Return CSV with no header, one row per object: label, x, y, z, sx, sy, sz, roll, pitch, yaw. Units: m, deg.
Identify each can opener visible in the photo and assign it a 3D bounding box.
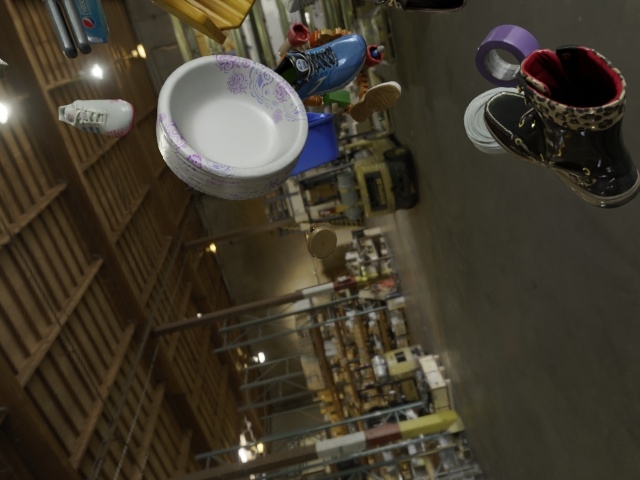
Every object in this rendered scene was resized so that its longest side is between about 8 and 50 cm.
can opener,-0.673,-0.613,1.327,0.095,0.075,0.284,115,132,-78

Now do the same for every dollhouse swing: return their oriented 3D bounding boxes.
dollhouse swing,-0.298,-0.757,1.293,0.315,0.347,0.305,31,-179,-5

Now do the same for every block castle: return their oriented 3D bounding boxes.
block castle,0.068,-0.694,2.118,0.212,0.452,0.303,-28,64,55

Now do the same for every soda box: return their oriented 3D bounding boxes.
soda box,-0.676,-0.683,1.497,0.210,0.067,0.071,93,169,-48

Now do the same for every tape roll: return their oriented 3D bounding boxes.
tape roll,0.607,-0.596,1.684,0.189,0.080,0.189,32,162,12

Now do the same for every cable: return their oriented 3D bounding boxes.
cable,0.672,-0.448,1.931,0.089,0.257,0.257,32,-155,-57

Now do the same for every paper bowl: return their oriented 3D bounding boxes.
paper bowl,-0.177,-0.209,1.024,0.148,0.284,0.285,127,135,-57

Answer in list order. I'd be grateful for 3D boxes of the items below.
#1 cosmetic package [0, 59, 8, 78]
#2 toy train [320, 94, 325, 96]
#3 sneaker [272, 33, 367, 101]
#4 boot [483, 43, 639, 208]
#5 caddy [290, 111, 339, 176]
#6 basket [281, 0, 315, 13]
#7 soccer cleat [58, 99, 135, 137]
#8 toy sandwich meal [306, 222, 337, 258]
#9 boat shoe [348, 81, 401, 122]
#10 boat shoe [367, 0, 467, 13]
cosmetic package,-0.800,-0.413,1.208,0.060,0.041,0.115,32,-163,2
toy train,0.007,-0.530,1.636,0.036,0.027,0.159,63,-153,-84
sneaker,-0.021,-0.458,1.407,0.130,0.329,0.147,60,-175,3
boot,0.434,-0.247,0.985,0.284,0.138,0.377,44,-170,-50
caddy,-0.102,-0.305,1.590,0.241,0.341,0.179,8,118,53
basket,-0.084,-0.823,1.628,0.167,0.103,0.113,59,154,12
soccer cleat,-0.720,-0.391,1.651,0.143,0.331,0.116,-4,-80,-48
toy sandwich meal,0.000,0.000,1.186,0.029,0.085,0.086,30,140,57
boat shoe,0.216,-0.545,1.972,0.098,0.096,0.277,49,150,-17
boat shoe,0.227,-0.660,1.360,0.117,0.324,0.097,103,168,-53
